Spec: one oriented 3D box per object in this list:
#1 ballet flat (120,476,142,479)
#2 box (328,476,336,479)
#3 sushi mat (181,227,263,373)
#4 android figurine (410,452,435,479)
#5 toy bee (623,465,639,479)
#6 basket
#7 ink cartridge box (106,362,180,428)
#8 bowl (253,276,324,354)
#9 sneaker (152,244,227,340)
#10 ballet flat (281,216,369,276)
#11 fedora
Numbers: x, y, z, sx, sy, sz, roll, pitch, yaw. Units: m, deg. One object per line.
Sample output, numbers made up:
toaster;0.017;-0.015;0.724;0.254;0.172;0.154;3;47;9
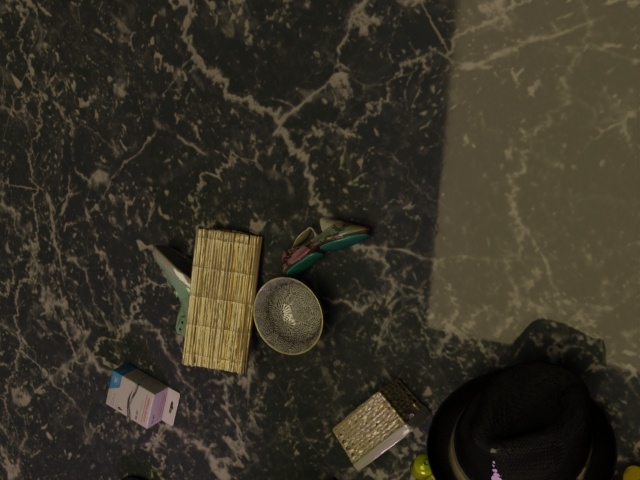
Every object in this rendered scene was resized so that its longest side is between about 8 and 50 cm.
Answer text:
ballet flat;-0.467;0.672;1.755;0.203;0.074;0.074;6;101;27
box;0.009;0.709;1.384;0.294;0.296;0.183;47;116;15
sushi mat;-0.220;0.132;1.499;0.151;0.019;0.316;6;90;4
android figurine;0.277;0.487;1.246;0.248;0.273;0.056;39;73;16
toy bee;0.494;0.455;1.189;0.298;0.162;0.195;39;119;-14
basket;0.123;0.374;1.377;0.167;0.113;0.103;-45;74;26
ink cartridge box;-0.454;0.402;1.707;0.180;0.060;0.104;22;108;23
bowl;-0.053;0.154;1.446;0.170;0.080;0.170;5;102;27
sneaker;-0.331;0.135;1.574;0.256;0.094;0.151;43;108;12
ballet flat;0.000;0.000;1.405;0.221;0.077;0.079;-29;65;28
fedora;0.341;0.310;1.122;0.334;0.334;0.152;18;136;24
